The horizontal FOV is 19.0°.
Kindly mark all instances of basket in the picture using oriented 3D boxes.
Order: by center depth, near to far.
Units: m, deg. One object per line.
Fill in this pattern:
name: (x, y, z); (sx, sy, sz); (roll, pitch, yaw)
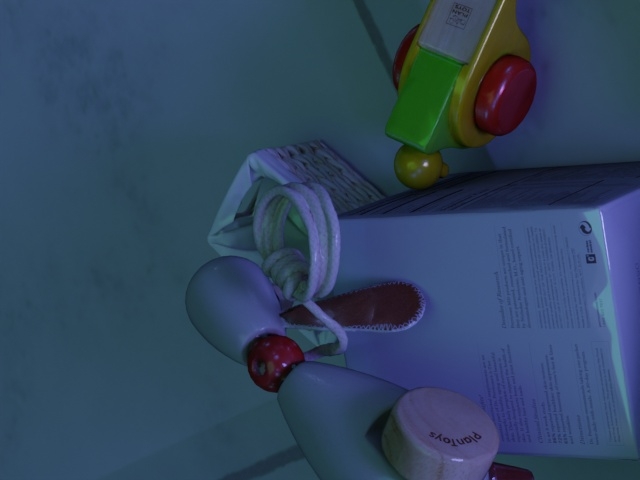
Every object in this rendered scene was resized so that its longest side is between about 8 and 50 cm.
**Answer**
basket: (0.000, 0.000, 1.736); (0.167, 0.103, 0.113); (43, 125, 21)

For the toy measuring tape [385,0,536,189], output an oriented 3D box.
toy measuring tape: (0.146, -0.192, 1.590); (0.121, 0.121, 0.330); (27, 95, 30)

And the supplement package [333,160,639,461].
supplement package: (0.174, 0.051, 1.551); (0.263, 0.198, 0.199); (-2, 102, 38)

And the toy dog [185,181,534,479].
toy dog: (0.044, 0.122, 1.478); (0.220, 0.161, 0.333); (-47, 59, 41)
